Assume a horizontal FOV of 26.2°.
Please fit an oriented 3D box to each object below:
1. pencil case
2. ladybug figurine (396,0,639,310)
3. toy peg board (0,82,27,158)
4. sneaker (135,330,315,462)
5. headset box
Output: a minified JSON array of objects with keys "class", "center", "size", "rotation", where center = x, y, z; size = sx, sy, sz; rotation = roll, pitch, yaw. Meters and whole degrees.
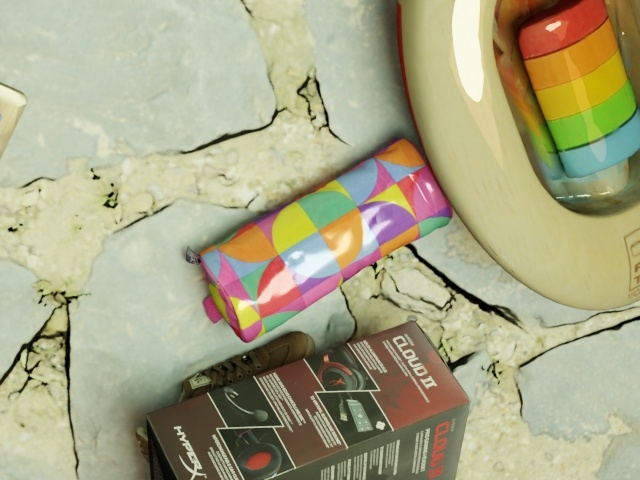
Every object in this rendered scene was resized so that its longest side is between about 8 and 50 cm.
[{"class":"pencil case","center":[0.000,0.000,1.234],"size":[0.236,0.104,0.104],"rotation":[-29,115,-9]},{"class":"ladybug figurine","center":[0.202,-0.143,1.210],"size":[0.305,0.162,0.449],"rotation":[-27,112,-20]},{"class":"toy peg board","center":[-0.336,-0.069,1.094],"size":[0.160,0.079,0.161],"rotation":[24,99,-25]},{"class":"sneaker","center":[-0.087,0.144,1.265],"size":[0.188,0.066,0.071],"rotation":[-45,116,-2]},{"class":"headset box","center":[0.001,0.210,1.241],"size":[0.293,0.110,0.218],"rotation":[-18,139,-20]}]
